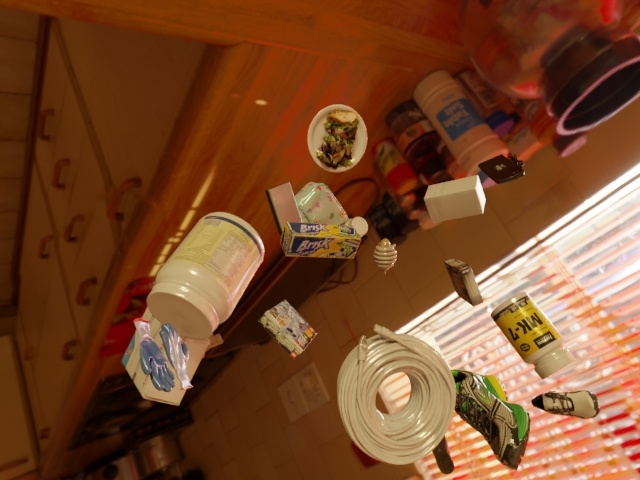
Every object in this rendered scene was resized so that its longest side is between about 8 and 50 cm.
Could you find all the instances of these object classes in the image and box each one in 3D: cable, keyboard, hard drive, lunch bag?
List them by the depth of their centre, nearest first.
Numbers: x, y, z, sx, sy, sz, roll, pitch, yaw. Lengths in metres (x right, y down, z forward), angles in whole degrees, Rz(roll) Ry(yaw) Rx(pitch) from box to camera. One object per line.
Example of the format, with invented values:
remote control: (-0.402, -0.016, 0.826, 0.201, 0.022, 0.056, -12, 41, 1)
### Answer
cable: (0.155, 0.324, 0.969, 0.257, 0.257, 0.089, 22, 171, -14)
keyboard: (0.495, -0.185, 1.240, 0.100, 0.038, 0.192, -22, -159, 13)
hard drive: (-0.105, -0.094, 1.348, 0.022, 0.135, 0.094, -7, -164, 40)
lunch bag: (-0.011, -0.083, 1.935, 0.224, 0.107, 0.279, -48, 122, -21)

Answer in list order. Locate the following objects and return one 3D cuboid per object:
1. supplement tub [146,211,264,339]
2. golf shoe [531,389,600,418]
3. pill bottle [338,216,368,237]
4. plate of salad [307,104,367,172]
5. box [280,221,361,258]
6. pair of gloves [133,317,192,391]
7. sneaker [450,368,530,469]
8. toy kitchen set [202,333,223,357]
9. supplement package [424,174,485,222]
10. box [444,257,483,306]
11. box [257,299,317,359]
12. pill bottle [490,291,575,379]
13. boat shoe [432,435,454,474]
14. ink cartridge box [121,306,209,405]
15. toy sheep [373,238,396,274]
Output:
supplement tub: (-0.328, 0.099, 1.353, 0.235, 0.235, 0.325, -52, -171, 46)
golf shoe: (0.673, 0.456, 1.281, 0.093, 0.077, 0.198, 1, 160, -16)
pill bottle: (0.100, -0.031, 1.613, 0.078, 0.078, 0.137, -13, 171, -33)
plate of salad: (0.057, -0.302, 1.382, 0.199, 0.200, 0.048, -19, -160, -20)
box: (0.000, 0.000, 1.029, 0.168, 0.054, 0.059, 2, 124, -25)
pair of gloves: (-0.321, 0.240, 0.969, 0.023, 0.159, 0.198, -27, 161, 4)
sneaker: (0.394, 0.427, 1.132, 0.146, 0.134, 0.343, 15, -173, -3)
toy kitchen set: (-0.404, 0.365, 1.660, 0.083, 0.068, 0.075, -19, 149, -29)
supplement package: (0.471, -0.144, 1.622, 0.179, 0.105, 0.105, -10, -152, 31)
box: (0.660, 0.188, 2.147, 0.056, 0.183, 0.231, -22, -172, 1)
box: (-0.058, 0.162, 0.860, 0.027, 0.094, 0.137, -45, 174, 8)
pill bottle: (0.565, 0.253, 1.236, 0.119, 0.209, 0.119, -25, 153, -14)
boat shoe: (0.387, 0.670, 1.525, 0.064, 0.178, 0.060, -19, 166, 6)
ink cartridge box: (-0.515, 0.363, 1.518, 0.129, 0.307, 0.223, 30, 81, -34)
toy sheep: (0.230, 0.057, 1.648, 0.091, 0.132, 0.091, -5, -167, 1)
